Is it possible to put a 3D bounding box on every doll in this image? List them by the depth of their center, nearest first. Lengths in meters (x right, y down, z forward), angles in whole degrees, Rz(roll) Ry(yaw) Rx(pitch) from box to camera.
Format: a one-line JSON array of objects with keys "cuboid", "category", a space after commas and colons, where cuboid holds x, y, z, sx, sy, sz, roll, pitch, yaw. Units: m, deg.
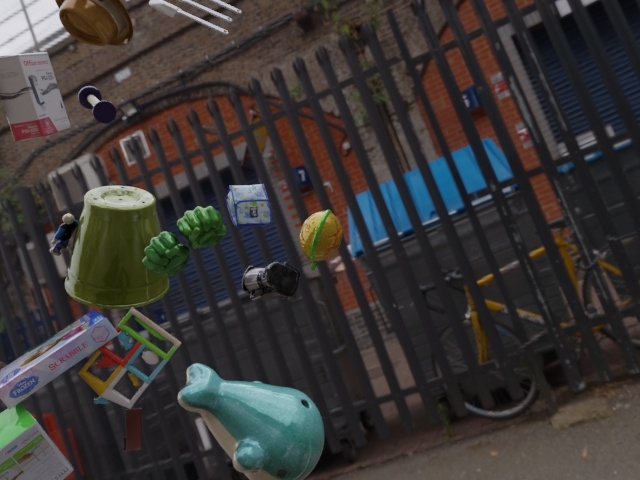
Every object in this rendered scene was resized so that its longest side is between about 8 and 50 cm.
[{"cuboid": [-0.904, -0.022, 1.949, 0.189, 0.046, 0.129, -52, 2, 36], "category": "doll"}]

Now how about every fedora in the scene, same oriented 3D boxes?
[{"cuboid": [-0.537, -0.513, 1.285, 0.195, 0.079, 0.194, 13, -29, 7], "category": "fedora"}]

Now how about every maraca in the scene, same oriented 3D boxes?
[{"cuboid": [0.000, 0.000, 1.334, 0.185, 0.099, 0.127, 96, -161, -61], "category": "maraca"}]

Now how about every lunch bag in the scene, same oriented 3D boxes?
[{"cuboid": [-0.242, -0.113, 1.880, 0.129, 0.151, 0.096, -5, -29, -23], "category": "lunch bag"}]

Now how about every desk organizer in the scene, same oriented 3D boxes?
[{"cuboid": [-0.600, 0.605, 1.768, 0.050, 0.130, 0.047, 3, -18, -27], "category": "desk organizer"}]

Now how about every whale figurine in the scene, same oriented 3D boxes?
[{"cuboid": [-0.107, 0.295, 0.944, 0.141, 0.272, 0.216, -46, 13, 14], "category": "whale figurine"}]

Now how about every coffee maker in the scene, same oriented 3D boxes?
[{"cuboid": [-0.147, 0.135, 1.838, 0.171, 0.120, 0.178, 2, -9, -37], "category": "coffee maker"}]

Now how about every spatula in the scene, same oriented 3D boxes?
[{"cuboid": [-0.372, -0.701, 1.663, 0.242, 0.168, 0.019, 23, -38, -9], "category": "spatula"}]

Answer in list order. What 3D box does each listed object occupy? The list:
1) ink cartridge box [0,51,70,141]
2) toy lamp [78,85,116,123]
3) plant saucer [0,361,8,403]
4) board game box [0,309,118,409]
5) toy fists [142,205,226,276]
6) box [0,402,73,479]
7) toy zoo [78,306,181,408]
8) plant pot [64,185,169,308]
[{"cuboid": [-0.791, -0.397, 1.514, 0.092, 0.217, 0.158, -9, 20, 7], "category": "ink cartridge box"}, {"cuboid": [-0.739, -0.452, 1.812, 0.080, 0.080, 0.275, -19, 32, -26], "category": "toy lamp"}, {"cuboid": [-1.124, 0.499, 1.766, 0.278, 0.041, 0.277, -35, -30, -24], "category": "plant saucer"}, {"cuboid": [-0.763, 0.326, 1.599, 0.318, 0.065, 0.319, -37, 14, -25], "category": "board game box"}, {"cuboid": [-0.422, 0.003, 1.717, 0.279, 0.096, 0.142, -37, -33, -2], "category": "toy fists"}, {"cuboid": [-0.828, 0.602, 1.441, 0.127, 0.231, 0.262, 23, 49, 38], "category": "box"}, {"cuboid": [-0.599, 0.380, 1.705, 0.293, 0.192, 0.030, -52, 10, -10], "category": "toy zoo"}, {"cuboid": [-0.722, 0.001, 1.995, 0.367, 0.352, 0.366, 9, 23, -4], "category": "plant pot"}]
